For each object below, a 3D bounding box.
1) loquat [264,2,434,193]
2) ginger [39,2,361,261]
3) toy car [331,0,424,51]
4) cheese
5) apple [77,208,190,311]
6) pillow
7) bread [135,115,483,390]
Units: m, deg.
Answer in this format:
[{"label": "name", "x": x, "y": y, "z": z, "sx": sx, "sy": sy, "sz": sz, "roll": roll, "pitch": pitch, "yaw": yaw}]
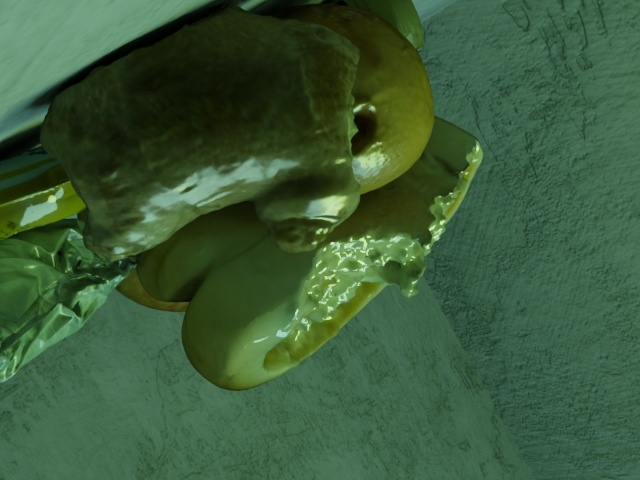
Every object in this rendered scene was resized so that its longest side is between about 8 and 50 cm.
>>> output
[{"label": "loquat", "x": 0.000, "y": -0.137, "z": 1.090, "sx": 0.238, "sy": 0.193, "sz": 0.238, "roll": -16, "pitch": -164, "yaw": 5}, {"label": "ginger", "x": -0.080, "y": -0.076, "z": 0.889, "sx": 0.275, "sy": 0.221, "sz": 0.130, "roll": -38, "pitch": -165, "yaw": -1}, {"label": "toy car", "x": 0.006, "y": -0.223, "z": 1.323, "sx": 0.124, "sy": 0.101, "sz": 0.256, "roll": -31, "pitch": -174, "yaw": -35}, {"label": "cheese", "x": -0.301, "y": -0.041, "z": 1.050, "sx": 0.270, "sy": 0.069, "sz": 0.177, "roll": -9, "pitch": -166, "yaw": 45}, {"label": "apple", "x": -0.183, "y": -0.047, "z": 1.455, "sx": 0.264, "sy": 0.264, "sz": 0.264, "roll": -29, "pitch": -175, "yaw": 3}, {"label": "pillow", "x": -0.371, "y": 0.062, "z": 1.105, "sx": 0.310, "sy": 0.138, "sz": 0.283, "roll": 0, "pitch": -161, "yaw": 25}, {"label": "bread", "x": -0.002, "y": -0.021, "z": 1.250, "sx": 0.424, "sy": 0.245, "sz": 0.329, "roll": -37, "pitch": -179, "yaw": -34}]
